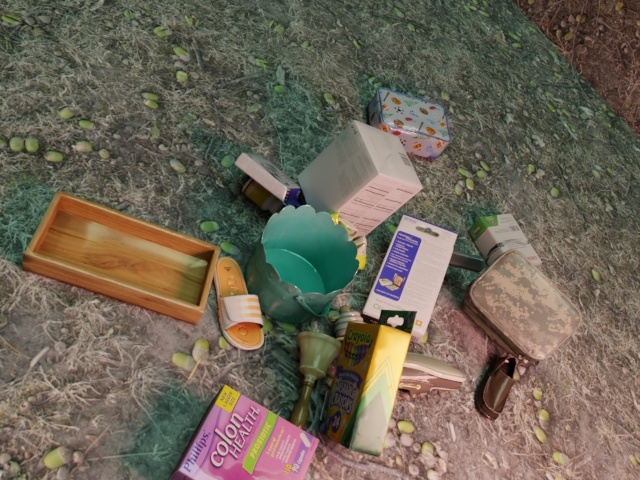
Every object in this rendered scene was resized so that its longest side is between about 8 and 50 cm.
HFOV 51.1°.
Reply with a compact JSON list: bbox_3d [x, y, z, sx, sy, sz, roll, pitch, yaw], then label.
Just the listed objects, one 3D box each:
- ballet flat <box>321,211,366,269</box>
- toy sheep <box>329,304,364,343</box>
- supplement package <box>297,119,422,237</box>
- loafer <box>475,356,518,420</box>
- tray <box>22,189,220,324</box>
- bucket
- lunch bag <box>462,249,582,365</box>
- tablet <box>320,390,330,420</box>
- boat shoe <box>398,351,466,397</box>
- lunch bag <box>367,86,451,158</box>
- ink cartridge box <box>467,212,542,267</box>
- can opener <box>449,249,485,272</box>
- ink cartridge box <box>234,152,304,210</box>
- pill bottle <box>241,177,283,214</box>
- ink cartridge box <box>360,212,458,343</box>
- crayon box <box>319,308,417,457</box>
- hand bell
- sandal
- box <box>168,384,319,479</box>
[{"bbox_3d":[0.082,0.000,1.863,0.231,0.077,0.077,46,26,-34],"label":"ballet flat"},{"bbox_3d":[0.075,0.231,1.742,0.091,0.091,0.132,-1,69,-30],"label":"toy sheep"},{"bbox_3d":[0.109,-0.168,1.927,0.198,0.263,0.199,11,48,-43],"label":"supplement package"},{"bbox_3d":[0.490,0.395,1.846,0.080,0.078,0.220,33,45,-2],"label":"loafer"},{"bbox_3d":[-0.462,0.043,1.595,0.411,0.076,0.202,20,48,-13],"label":"tray"},{"bbox_3d":[-0.055,0.069,1.728,0.281,0.183,0.281,15,49,-18],"label":"bucket"},{"bbox_3d":[0.567,0.206,1.931,0.212,0.256,0.305,-44,78,-6],"label":"lunch bag"},{"bbox_3d":[0.031,0.409,1.625,0.054,0.006,0.083,25,45,-9],"label":"tablet"},{"bbox_3d":[0.224,0.346,1.724,0.324,0.096,0.116,16,8,-22],"label":"boat shoe"},{"bbox_3d":[0.319,-0.422,2.388,0.303,0.115,0.243,14,47,-19],"label":"lunch bag"},{"bbox_3d":[0.608,0.021,2.210,0.153,0.087,0.208,-6,57,-33],"label":"ink cartridge box"},{"bbox_3d":[0.348,0.057,2.006,0.280,0.074,0.093,10,86,8],"label":"can opener"},{"bbox_3d":[-0.119,-0.163,1.895,0.224,0.045,0.223,40,10,4],"label":"ink cartridge box"},{"bbox_3d":[-0.162,-0.126,1.906,0.116,0.065,0.065,40,46,5],"label":"pill bottle"},{"bbox_3d":[0.256,0.099,1.894,0.176,0.069,0.371,21,57,8],"label":"ink cartridge box"},{"bbox_3d":[0.104,0.303,1.520,0.083,0.203,0.323,19,79,-16],"label":"crayon box"},{"bbox_3d":[-0.033,0.351,1.588,0.126,0.126,0.242,25,59,-10],"label":"hand bell"},{"bbox_3d":[-0.206,0.142,1.652,0.102,0.076,0.265,-5,60,-30],"label":"sandal"},{"bbox_3d":[-0.159,0.464,1.395,0.243,0.117,0.213,31,46,-3],"label":"box"}]
